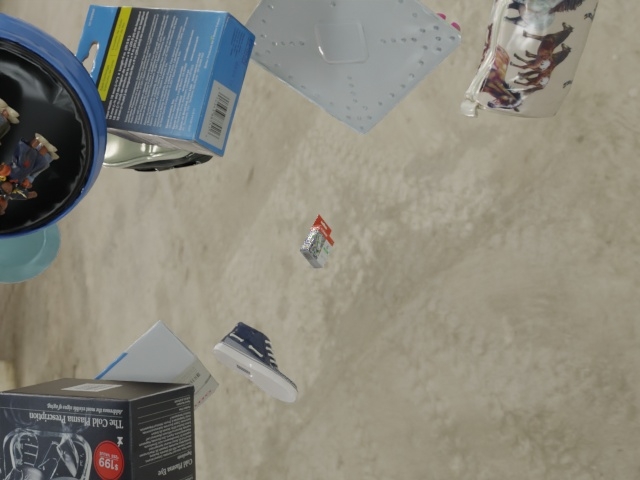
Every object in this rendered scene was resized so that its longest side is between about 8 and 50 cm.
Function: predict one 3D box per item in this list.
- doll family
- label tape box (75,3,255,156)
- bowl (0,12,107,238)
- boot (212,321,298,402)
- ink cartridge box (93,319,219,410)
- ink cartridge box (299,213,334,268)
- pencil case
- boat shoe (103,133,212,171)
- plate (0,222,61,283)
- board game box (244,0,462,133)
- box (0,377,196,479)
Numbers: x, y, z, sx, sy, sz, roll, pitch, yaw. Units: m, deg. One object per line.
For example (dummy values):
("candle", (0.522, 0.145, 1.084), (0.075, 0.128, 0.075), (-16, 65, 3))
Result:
("doll family", (-0.402, -0.098, 0.950), (0.076, 0.193, 0.111), (25, 75, 31))
("label tape box", (-0.310, -0.307, 1.431), (0.333, 0.106, 0.241), (13, 85, 28))
("bowl", (-0.556, -0.177, 1.254), (0.077, 0.391, 0.391), (-112, 39, -60))
("boot", (-0.107, 0.228, 1.451), (0.190, 0.086, 0.069), (30, 144, 15))
("ink cartridge box", (-0.375, 0.337, 1.732), (0.129, 0.223, 0.307), (42, 165, 17))
("ink cartridge box", (0.000, 0.000, 1.713), (0.029, 0.063, 0.115), (-6, 45, 39))
("pencil case", (0.346, -0.386, 1.202), (0.160, 0.183, 0.411), (-112, 30, -61))
("boat shoe", (-0.369, -0.206, 1.655), (0.340, 0.113, 0.127), (-3, 73, 33))
("plate", (-0.631, 0.000, 1.557), (0.024, 0.188, 0.188), (37, 116, 51))
("board game box", (0.053, -0.456, 1.696), (0.390, 0.389, 0.050), (-40, 23, 48))
("box", (-0.412, 0.426, 1.392), (0.343, 0.179, 0.313), (-4, 88, 29))
